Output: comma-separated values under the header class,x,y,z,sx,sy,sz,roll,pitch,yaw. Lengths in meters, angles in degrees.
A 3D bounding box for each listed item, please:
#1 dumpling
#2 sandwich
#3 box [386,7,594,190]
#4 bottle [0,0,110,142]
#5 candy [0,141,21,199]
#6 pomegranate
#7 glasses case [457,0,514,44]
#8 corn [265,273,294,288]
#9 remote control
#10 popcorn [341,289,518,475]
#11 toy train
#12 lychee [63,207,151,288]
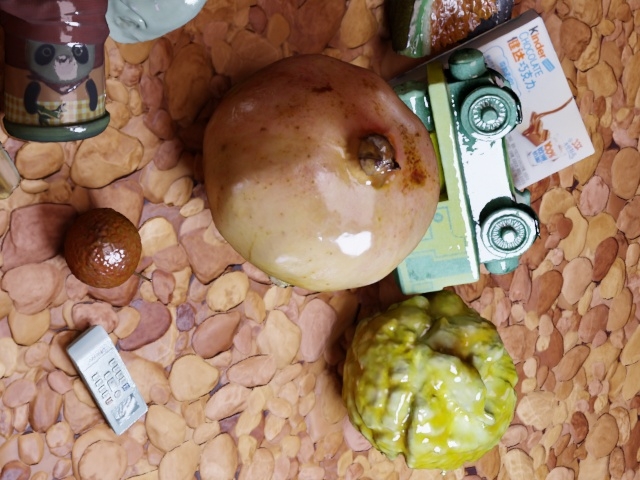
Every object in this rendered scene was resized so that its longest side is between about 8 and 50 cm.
class,x,y,z,sx,sy,sz,roll,pitch,yaw
dumpling,-0.212,-0.348,1.814,0.152,0.108,0.219,40,110,-18
sandwich,0.188,-0.365,2.137,0.159,0.109,0.185,9,105,-19
box,0.269,-0.192,2.229,0.264,0.048,0.273,-26,122,4
bottle,-0.332,-0.261,1.718,0.156,0.143,0.271,-31,126,-61
candy,-0.478,-0.051,1.675,0.271,0.101,0.143,-46,121,-31
pomegranate,0.010,-0.095,1.926,0.338,0.338,0.338,-11,108,-39
glasses case,0.252,-0.441,2.196,0.067,0.109,0.283,-8,106,-49
corn,0.000,0.000,2.117,0.203,0.072,0.072,-40,124,-25
remote control,-0.293,0.190,1.936,0.061,0.029,0.162,-39,128,-25
popcorn,0.161,0.221,2.184,0.282,0.282,0.247,-24,128,-34
toy train,0.198,-0.109,2.150,0.237,0.150,0.369,-10,114,7
lychee,-0.285,0.017,1.860,0.101,0.140,0.114,-37,84,-24
